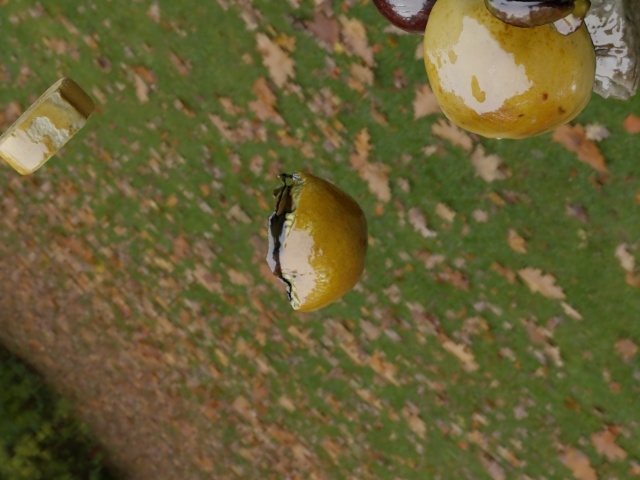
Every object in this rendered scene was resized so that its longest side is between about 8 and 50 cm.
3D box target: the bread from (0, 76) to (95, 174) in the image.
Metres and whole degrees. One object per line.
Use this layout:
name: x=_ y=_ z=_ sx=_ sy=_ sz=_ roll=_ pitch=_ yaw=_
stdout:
bread: x=-0.374 y=-0.156 z=1.401 sx=0.073 sy=0.149 sz=0.122 roll=47 pitch=160 yaw=-19

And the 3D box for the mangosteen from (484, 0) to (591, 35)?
mangosteen: x=0.222 y=-0.369 z=1.009 sx=0.297 sy=0.297 sz=0.293 roll=42 pitch=-176 yaw=9

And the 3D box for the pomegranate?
pomegranate: x=0.238 y=-0.233 z=1.294 sx=0.233 sy=0.233 sz=0.233 roll=36 pitch=155 yaw=20

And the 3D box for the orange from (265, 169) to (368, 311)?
orange: x=0.000 y=0.000 z=1.138 sx=0.112 sy=0.170 sz=0.160 roll=-4 pitch=93 yaw=23

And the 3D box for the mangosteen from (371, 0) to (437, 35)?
mangosteen: x=0.183 y=-0.437 z=1.652 sx=0.216 sy=0.216 sz=0.216 roll=36 pitch=155 yaw=20

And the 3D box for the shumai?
shumai: x=0.424 y=-0.326 z=1.661 sx=0.184 sy=0.185 sz=0.218 roll=-121 pitch=15 yaw=-45
